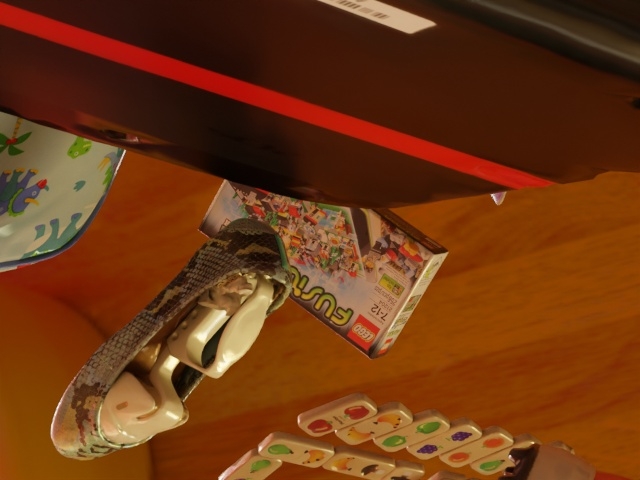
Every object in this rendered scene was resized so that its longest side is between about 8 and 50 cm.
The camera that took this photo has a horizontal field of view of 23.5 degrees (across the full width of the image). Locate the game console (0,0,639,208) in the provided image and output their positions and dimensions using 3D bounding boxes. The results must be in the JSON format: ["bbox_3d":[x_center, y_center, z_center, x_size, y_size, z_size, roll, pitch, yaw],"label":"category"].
[{"bbox_3d":[-0.069,-0.092,0.558,0.342,0.387,0.060,-9,68,64],"label":"game console"}]

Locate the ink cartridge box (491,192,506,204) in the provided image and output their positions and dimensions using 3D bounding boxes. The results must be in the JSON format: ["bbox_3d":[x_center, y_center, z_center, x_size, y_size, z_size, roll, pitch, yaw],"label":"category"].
[{"bbox_3d":[0.042,-0.189,1.024,0.332,0.065,0.165,60,148,35],"label":"ink cartridge box"}]

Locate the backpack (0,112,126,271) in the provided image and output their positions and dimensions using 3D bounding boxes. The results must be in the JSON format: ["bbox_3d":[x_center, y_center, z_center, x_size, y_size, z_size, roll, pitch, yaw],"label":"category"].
[{"bbox_3d":[-0.222,-0.149,0.951,0.273,0.290,0.355,52,123,15],"label":"backpack"}]

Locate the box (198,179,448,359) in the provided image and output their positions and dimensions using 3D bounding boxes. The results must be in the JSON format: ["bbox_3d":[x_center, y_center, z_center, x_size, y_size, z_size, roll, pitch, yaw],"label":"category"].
[{"bbox_3d":[0.000,0.000,1.365,0.207,0.036,0.114,35,108,20],"label":"box"}]

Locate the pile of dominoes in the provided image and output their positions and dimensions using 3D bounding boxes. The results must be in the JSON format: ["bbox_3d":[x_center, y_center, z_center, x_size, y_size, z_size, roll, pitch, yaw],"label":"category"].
[{"bbox_3d":[0.058,0.201,1.229,0.196,0.251,0.040,-44,40,40],"label":"pile of dominoes"}]

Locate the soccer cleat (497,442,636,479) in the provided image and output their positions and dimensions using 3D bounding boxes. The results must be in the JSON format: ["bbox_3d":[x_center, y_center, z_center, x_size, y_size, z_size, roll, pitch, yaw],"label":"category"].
[{"bbox_3d":[0.076,0.201,0.474,0.116,0.318,0.108,17,134,9],"label":"soccer cleat"}]

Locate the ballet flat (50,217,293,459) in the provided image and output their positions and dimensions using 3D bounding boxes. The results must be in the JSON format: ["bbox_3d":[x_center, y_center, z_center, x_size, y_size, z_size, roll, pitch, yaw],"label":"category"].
[{"bbox_3d":[-0.085,0.069,0.891,0.070,0.070,0.188,45,102,27],"label":"ballet flat"}]
